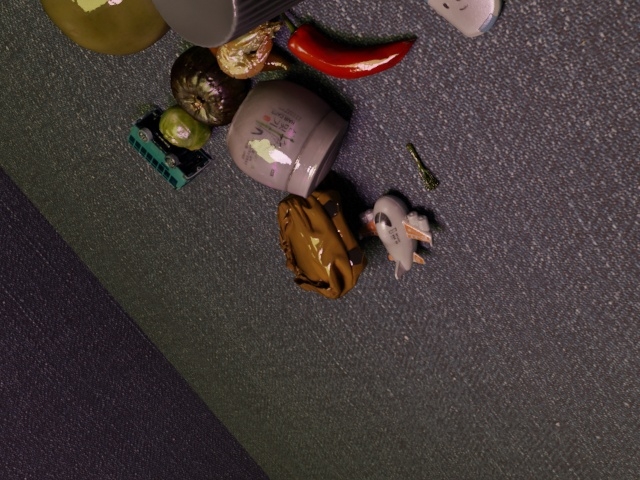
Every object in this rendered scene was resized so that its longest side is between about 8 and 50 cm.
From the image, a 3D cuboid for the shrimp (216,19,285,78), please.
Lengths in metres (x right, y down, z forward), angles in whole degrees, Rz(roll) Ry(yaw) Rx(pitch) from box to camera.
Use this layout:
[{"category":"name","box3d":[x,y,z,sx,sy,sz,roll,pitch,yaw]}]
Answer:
[{"category":"shrimp","box3d":[-0.168,-0.483,1.745,0.217,0.051,0.115,-28,113,29]}]

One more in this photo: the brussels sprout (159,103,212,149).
[{"category":"brussels sprout","box3d":[-0.409,-0.359,2.143,0.122,0.152,0.149,-43,67,25]}]

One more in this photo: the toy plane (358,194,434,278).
[{"category":"toy plane","box3d":[0.208,-0.015,1.938,0.245,0.117,0.244,26,142,22]}]

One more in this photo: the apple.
[{"category":"apple","box3d":[-0.525,-0.646,1.780,0.357,0.357,0.357,24,140,22]}]

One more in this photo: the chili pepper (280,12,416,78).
[{"category":"chili pepper","box3d":[0.049,-0.461,1.676,0.368,0.092,0.137,21,111,20]}]

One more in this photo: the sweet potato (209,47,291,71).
[{"category":"sweet potato","box3d":[-0.233,-0.521,1.833,0.359,0.112,0.112,29,142,12]}]

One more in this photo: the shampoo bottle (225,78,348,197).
[{"category":"shampoo bottle","box3d":[-0.083,-0.264,1.818,0.266,0.273,0.273,30,142,6]}]

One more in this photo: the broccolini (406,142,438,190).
[{"category":"broccolini","box3d":[0.262,-0.190,1.793,0.035,0.030,0.140,-16,111,40]}]

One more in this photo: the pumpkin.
[{"category":"pumpkin","box3d":[-0.317,-0.429,1.958,0.238,0.159,0.238,20,138,19]}]

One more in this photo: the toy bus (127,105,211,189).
[{"category":"toy bus","box3d":[-0.496,-0.293,2.283,0.256,0.128,0.147,46,145,-1]}]

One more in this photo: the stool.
[{"category":"stool","box3d":[-0.183,-0.604,1.518,0.297,0.330,0.297,24,139,23]}]

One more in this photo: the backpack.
[{"category":"backpack","box3d":[-0.006,0.001,2.032,0.353,0.201,0.378,68,163,-4]}]

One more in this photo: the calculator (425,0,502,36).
[{"category":"calculator","box3d":[0.278,-0.513,1.439,0.210,0.039,0.121,41,142,2]}]
